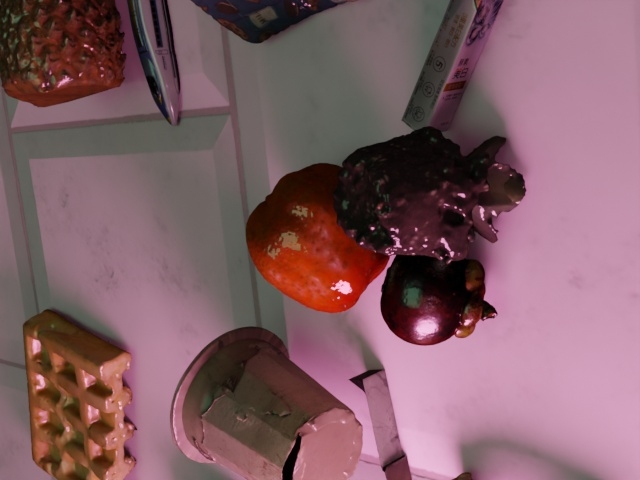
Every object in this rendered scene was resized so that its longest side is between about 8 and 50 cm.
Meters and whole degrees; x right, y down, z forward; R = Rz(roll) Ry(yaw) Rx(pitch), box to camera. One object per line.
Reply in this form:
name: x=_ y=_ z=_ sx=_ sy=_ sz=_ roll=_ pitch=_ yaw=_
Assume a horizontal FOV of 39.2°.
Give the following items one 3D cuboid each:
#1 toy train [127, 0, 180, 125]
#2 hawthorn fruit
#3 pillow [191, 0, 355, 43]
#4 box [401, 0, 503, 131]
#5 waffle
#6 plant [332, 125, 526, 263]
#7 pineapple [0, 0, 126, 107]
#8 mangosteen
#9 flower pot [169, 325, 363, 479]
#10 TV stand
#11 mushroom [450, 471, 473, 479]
toy train: x=-0.257 y=-0.299 z=1.376 sx=0.055 sy=0.048 sz=0.252 roll=-2 pitch=100 yaw=46
hawthorn fruit: x=0.000 y=0.000 z=1.126 sx=0.189 sy=0.189 sz=0.189 roll=13 pitch=110 yaw=41
pillow: x=-0.064 y=-0.326 z=1.099 sx=0.255 sy=0.189 sz=0.034 roll=-12 pitch=62 yaw=42
box: x=0.155 y=-0.221 z=1.000 sx=0.039 sy=0.055 sz=0.218 roll=39 pitch=126 yaw=28
waffle: x=-0.468 y=0.330 z=1.724 sx=0.304 sy=0.077 sz=0.348 roll=15 pitch=111 yaw=41
plant: x=0.123 y=-0.049 z=0.985 sx=0.131 sy=0.203 sz=0.142 roll=34 pitch=132 yaw=50
pineapple: x=-0.421 y=-0.393 z=1.414 sx=0.202 sy=0.202 sz=0.362 roll=-11 pitch=86 yaw=45
mangosteen: x=0.140 y=0.065 z=1.053 sx=0.140 sy=0.140 sz=0.140 roll=13 pitch=110 yaw=41
flower pot: x=-0.065 y=0.245 z=1.205 sx=0.202 sy=0.212 sz=0.212 roll=24 pitch=117 yaw=45
TV stand: x=0.088 y=0.304 z=1.206 sx=0.040 sy=0.049 sz=0.256 roll=-9 pitch=95 yaw=46
mushroom: x=0.250 y=0.353 z=1.040 sx=0.278 sy=0.096 sz=0.099 roll=23 pitch=86 yaw=37
